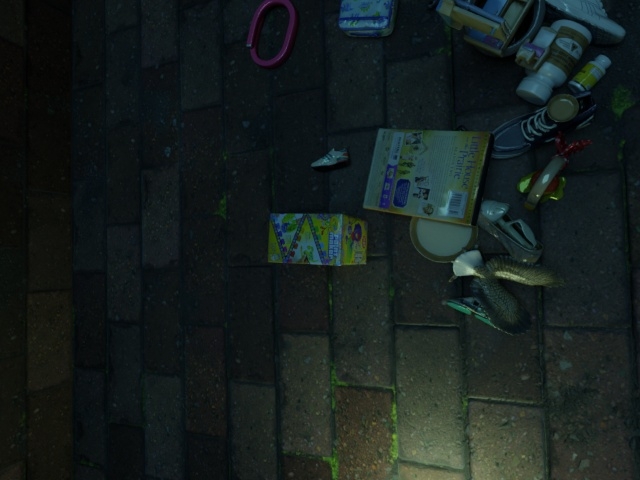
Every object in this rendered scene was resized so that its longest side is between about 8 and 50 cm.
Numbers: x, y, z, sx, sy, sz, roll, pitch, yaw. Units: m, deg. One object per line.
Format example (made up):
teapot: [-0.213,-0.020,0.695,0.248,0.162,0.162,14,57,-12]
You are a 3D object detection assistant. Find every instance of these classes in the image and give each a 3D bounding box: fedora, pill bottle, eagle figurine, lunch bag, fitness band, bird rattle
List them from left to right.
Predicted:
fitness band: [-0.203,-0.883,1.823,0.208,0.054,0.291,18,97,23]
lunch bag: [0.182,-0.873,1.638,0.218,0.090,0.176,13,97,24]
eagle figurine: [0.579,0.126,1.371,0.225,0.226,0.298,-35,54,-13]
fedora: [0.608,-0.746,1.428,0.243,0.124,0.276,-16,91,25]
pill bottle: [0.734,-0.560,1.365,0.131,0.131,0.229,34,102,20]
bird rattle: [0.707,-0.195,1.307,0.143,0.254,0.207,37,64,15]
pill bottle: [0.849,-0.521,1.350,0.116,0.065,0.065,-48,72,15]

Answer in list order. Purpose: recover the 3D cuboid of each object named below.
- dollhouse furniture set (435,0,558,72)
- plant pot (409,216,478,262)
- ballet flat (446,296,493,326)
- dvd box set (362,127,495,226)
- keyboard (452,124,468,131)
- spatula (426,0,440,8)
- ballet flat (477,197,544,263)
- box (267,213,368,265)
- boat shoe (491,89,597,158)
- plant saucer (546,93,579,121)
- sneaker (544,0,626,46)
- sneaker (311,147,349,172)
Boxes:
dollhouse furniture set: [0.532,-0.663,1.221,0.286,0.303,0.198,38,114,24]
plant pot: [0.440,-0.040,1.533,0.236,0.032,0.237,-1,87,24]
ballet flat: [0.533,0.232,1.476,0.188,0.070,0.070,26,99,20]
dvd box set: [0.363,-0.232,1.502,0.420,0.062,0.308,12,93,37]
keyboard: [0.455,-0.320,1.531,0.192,0.038,0.100,-40,74,18]
spatula: [0.509,-0.931,1.527,0.296,0.030,0.084,-34,78,19]
ballet flat: [0.607,-0.058,1.414,0.316,0.107,0.106,46,150,11]
box: [0.000,0.000,1.582,0.278,0.290,0.177,2,89,23]
boat shoe: [0.691,-0.370,1.363,0.340,0.158,0.127,-23,80,21]
plant saucer: [0.711,-0.387,1.261,0.083,0.015,0.084,-2,85,19]
sneaker: [0.830,-0.724,1.345,0.297,0.111,0.129,45,99,17]
sneaker: [0.039,-0.324,1.709,0.161,0.057,0.076,-7,69,24]
